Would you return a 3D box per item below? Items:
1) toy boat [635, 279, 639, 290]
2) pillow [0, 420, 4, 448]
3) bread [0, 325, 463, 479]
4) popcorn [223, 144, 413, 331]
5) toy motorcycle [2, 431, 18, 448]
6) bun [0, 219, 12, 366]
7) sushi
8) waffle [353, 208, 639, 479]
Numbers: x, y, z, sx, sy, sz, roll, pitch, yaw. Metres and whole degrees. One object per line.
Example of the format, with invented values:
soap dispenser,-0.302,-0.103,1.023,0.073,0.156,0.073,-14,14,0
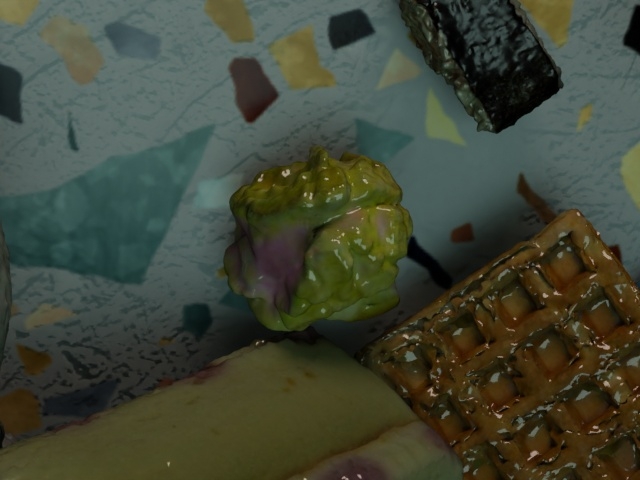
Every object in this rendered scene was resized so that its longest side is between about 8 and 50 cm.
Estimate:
toy boat,0.307,0.062,1.132,0.238,0.098,0.109,-41,118,5
pillow,-0.348,0.170,0.970,0.255,0.034,0.189,20,88,10
bread,-0.085,0.188,0.953,0.338,0.187,0.155,-18,140,-42
popcorn,0.000,0.000,1.017,0.126,0.126,0.145,16,125,-40
toy motorcycle,-0.265,0.254,1.025,0.223,0.108,0.341,-42,88,-3
bun,-0.346,0.046,0.861,0.361,0.362,0.211,-26,150,-2
sushi,0.106,-0.147,1.002,0.078,0.090,0.150,-32,118,6
waffle,0.192,0.155,1.052,0.213,0.091,0.308,-35,78,6
